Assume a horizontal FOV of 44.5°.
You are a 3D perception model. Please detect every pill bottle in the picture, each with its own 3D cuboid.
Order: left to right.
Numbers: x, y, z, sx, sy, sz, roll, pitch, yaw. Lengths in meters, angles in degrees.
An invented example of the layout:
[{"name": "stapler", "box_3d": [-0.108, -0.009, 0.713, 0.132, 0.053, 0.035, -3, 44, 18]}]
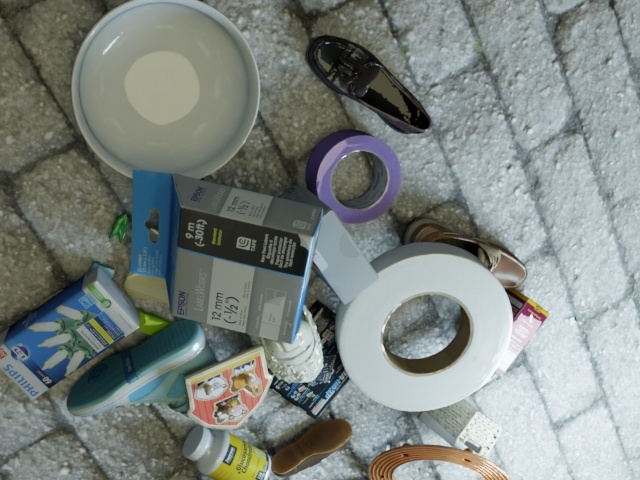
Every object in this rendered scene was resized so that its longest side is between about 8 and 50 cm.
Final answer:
[{"name": "pill bottle", "box_3d": [-0.208, 0.481, 1.725, 0.184, 0.103, 0.103, 35, 93, -25]}]

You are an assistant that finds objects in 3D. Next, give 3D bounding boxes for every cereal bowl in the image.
[{"name": "cereal bowl", "box_3d": [-0.289, -0.279, 1.443, 0.339, 0.141, 0.338, -6, 108, -18]}]

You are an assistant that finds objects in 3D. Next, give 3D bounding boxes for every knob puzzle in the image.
[{"name": "knob puzzle", "box_3d": [-0.182, 0.323, 1.611, 0.213, 0.030, 0.213, -17, 127, -24]}]

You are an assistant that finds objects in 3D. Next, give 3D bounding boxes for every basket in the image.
[{"name": "basket", "box_3d": [0.334, 0.437, 1.863, 0.113, 0.167, 0.103, 36, 86, -25]}]

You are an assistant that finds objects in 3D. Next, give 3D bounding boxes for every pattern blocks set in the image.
[{"name": "pattern blocks set", "box_3d": [-0.296, 0.065, 1.609, 0.325, 0.026, 0.285, 32, 94, -24]}]

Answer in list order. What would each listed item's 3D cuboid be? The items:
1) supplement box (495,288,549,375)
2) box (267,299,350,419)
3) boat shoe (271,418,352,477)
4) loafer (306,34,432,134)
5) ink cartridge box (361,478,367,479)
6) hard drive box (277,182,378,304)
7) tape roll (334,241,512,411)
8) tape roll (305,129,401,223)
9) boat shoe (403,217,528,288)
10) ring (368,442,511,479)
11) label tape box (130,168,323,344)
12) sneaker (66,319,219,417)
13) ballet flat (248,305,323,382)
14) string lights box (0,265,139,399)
[{"name": "supplement box", "box_3d": [0.437, 0.212, 1.858, 0.081, 0.104, 0.188, 35, 94, -25]}, {"name": "box", "box_3d": [-0.010, 0.269, 1.755, 0.175, 0.051, 0.220, 39, 91, -24]}, {"name": "boat shoe", "box_3d": [-0.020, 0.482, 1.813, 0.207, 0.073, 0.073, -25, 150, -7]}, {"name": "loafer", "box_3d": [0.110, -0.315, 1.590, 0.303, 0.095, 0.109, 32, 94, -24]}, {"name": "ink cartridge box", "box_3d": [0.110, 0.696, 1.901, 0.109, 0.062, 0.209, 22, 103, -9]}, {"name": "hard drive box", "box_3d": [0.000, 0.000, 1.576, 0.089, 0.232, 0.181, -37, 113, -5]}, {"name": "tape roll", "box_3d": [0.225, 0.192, 1.706, 0.392, 0.072, 0.391, -3, 112, -8]}, {"name": "tape roll", "box_3d": [0.069, -0.134, 1.642, 0.189, 0.080, 0.188, -6, 108, -18]}, {"name": "boat shoe", "box_3d": [0.341, 0.049, 1.769, 0.325, 0.116, 0.123, 17, 100, -22]}, {"name": "ring", "box_3d": [0.283, 0.561, 1.853, 0.337, 0.032, 0.336, 9, 139, 8]}, {"name": "label tape box", "box_3d": [-0.189, 0.029, 1.416, 0.348, 0.115, 0.249, 12, 124, 1]}, {"name": "sneaker", "box_3d": [-0.344, 0.319, 1.623, 0.319, 0.127, 0.208, -27, 125, 4]}, {"name": "ballet flat", "box_3d": [-0.097, 0.141, 1.599, 0.147, 0.147, 0.408, -25, 109, -10]}, {"name": "string lights box", "box_3d": [-0.499, 0.181, 1.533, 0.260, 0.076, 0.133, -35, 114, 3]}]
